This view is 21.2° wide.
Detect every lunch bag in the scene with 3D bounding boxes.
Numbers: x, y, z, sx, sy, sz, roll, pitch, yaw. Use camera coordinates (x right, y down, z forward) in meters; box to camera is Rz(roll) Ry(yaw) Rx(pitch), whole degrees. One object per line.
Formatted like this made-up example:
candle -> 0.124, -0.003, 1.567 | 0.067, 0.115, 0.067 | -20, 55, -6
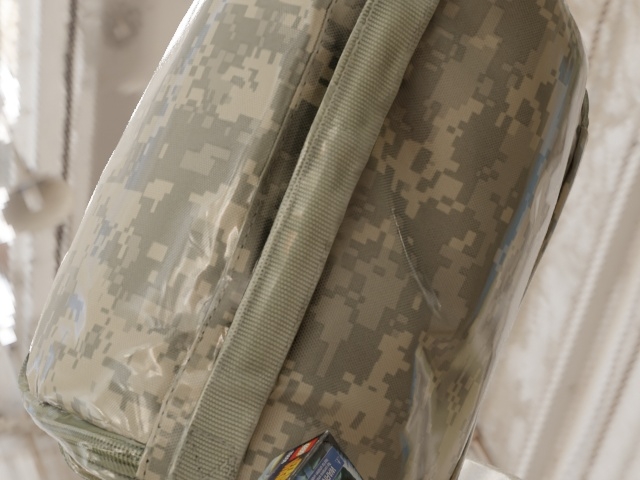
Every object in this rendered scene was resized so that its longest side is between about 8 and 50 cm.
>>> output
lunch bag -> 0.000, 0.000, 0.800 | 0.256, 0.213, 0.305 | 96, -163, -82

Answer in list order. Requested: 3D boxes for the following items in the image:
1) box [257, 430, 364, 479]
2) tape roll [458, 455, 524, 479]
box -> -0.004, 0.128, 0.505 | 0.027, 0.094, 0.137 | -31, 8, 29
tape roll -> 0.131, 0.282, 1.285 | 0.072, 0.392, 0.392 | -57, -30, -26
